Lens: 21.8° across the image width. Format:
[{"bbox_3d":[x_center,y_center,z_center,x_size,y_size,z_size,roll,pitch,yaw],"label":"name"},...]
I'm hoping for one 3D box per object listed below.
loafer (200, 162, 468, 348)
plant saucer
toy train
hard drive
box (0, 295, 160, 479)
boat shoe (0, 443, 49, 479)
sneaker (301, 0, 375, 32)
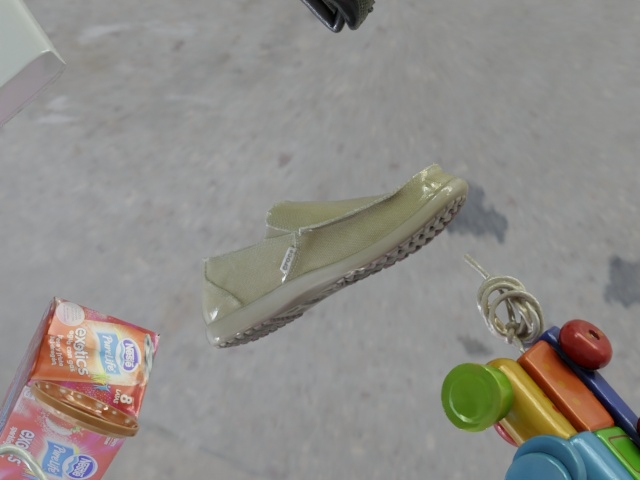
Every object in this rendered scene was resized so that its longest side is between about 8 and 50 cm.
[{"bbox_3d":[0.000,0.000,1.424,0.268,0.102,0.092,-30,82,15],"label":"loafer"},{"bbox_3d":[-0.170,0.123,1.191,0.083,0.083,0.013,23,90,-1],"label":"plant saucer"},{"bbox_3d":[0.133,0.101,1.160,0.248,0.143,0.105,51,119,27],"label":"toy train"},{"bbox_3d":[-0.383,-0.193,1.585,0.203,0.040,0.307,-40,50,3],"label":"hard drive"},{"bbox_3d":[-0.283,0.190,1.846,0.128,0.123,0.257,20,142,-12],"label":"box"},{"bbox_3d":[-0.175,0.207,1.035,0.156,0.367,0.136,-46,69,9],"label":"boat shoe"},{"bbox_3d":[0.055,-0.250,1.399,0.087,0.227,0.130,48,131,20],"label":"sneaker"}]
